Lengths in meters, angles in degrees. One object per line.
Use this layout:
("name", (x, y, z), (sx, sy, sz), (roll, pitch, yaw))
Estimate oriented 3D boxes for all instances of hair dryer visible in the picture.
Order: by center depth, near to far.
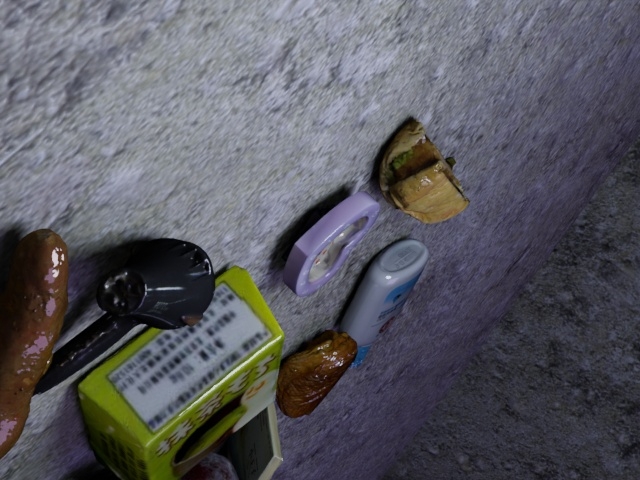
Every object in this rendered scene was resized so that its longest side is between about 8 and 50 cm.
("hair dryer", (-0.280, 0.129, 1.300), (0.359, 0.120, 0.303), (-39, 179, 8))

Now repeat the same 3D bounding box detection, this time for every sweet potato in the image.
("sweet potato", (-0.341, 0.132, 1.192), (0.355, 0.095, 0.106), (-62, 178, 19))

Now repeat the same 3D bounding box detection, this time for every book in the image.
("book", (-0.146, 0.430, 2.147), (0.026, 0.201, 0.289), (14, 127, -21))

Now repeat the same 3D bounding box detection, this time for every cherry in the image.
("cherry", (-0.231, 0.483, 2.056), (0.195, 0.195, 0.195), (-41, 161, -17))

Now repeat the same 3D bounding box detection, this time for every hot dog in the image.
("hot dog", (-0.013, 0.260, 2.189), (0.160, 0.099, 0.227), (-25, 153, -49))

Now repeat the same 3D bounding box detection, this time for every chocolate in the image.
("chocolate", (-0.195, 0.222, 1.639), (0.301, 0.137, 0.289), (-39, 160, -24))

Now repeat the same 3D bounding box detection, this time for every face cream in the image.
("face cream", (0.109, 0.139, 2.240), (0.163, 0.080, 0.337), (-32, 156, -41))

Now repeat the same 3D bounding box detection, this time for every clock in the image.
("clock", (0.000, 0.000, 1.728), (0.198, 0.064, 0.172), (-54, 161, 20))

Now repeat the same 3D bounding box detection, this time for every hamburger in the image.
("hamburger", (0.161, -0.102, 1.816), (0.131, 0.124, 0.262), (-30, 159, 9))

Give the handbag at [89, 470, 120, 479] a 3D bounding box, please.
("handbag", (-0.336, 0.454, 1.765), (0.155, 0.169, 0.215), (-38, 169, 27))
